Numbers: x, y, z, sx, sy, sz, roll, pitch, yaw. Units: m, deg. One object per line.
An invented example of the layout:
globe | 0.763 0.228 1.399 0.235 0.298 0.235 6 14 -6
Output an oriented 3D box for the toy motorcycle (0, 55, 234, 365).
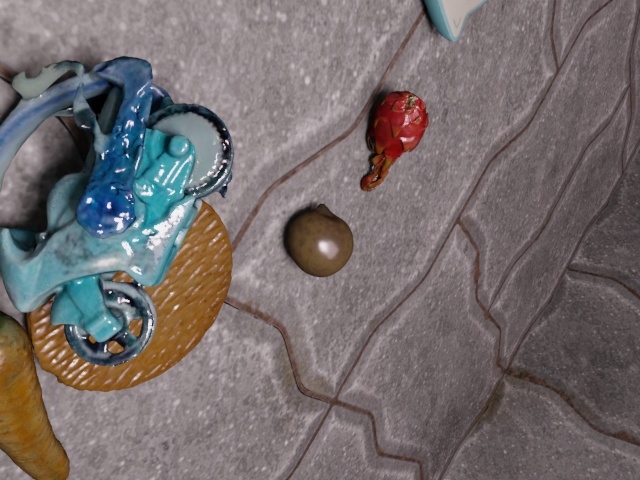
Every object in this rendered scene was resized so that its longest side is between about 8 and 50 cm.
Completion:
toy motorcycle | -0.206 -0.034 0.494 0.260 0.206 0.154 -64 -173 -3

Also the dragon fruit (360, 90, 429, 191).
dragon fruit | 0.114 -0.164 0.895 0.094 0.094 0.190 -24 149 -41

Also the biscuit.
biscuit | -0.216 0.058 0.647 0.262 0.037 0.261 -28 131 -38

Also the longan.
longan | 0.000 0.000 0.832 0.113 0.092 0.113 -1 92 -34

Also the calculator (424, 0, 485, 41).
calculator | 0.214 -0.526 0.818 0.256 0.054 0.386 -44 137 -25

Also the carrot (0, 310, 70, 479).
carrot | -0.317 0.197 0.583 0.078 0.078 0.298 -33 137 -35
